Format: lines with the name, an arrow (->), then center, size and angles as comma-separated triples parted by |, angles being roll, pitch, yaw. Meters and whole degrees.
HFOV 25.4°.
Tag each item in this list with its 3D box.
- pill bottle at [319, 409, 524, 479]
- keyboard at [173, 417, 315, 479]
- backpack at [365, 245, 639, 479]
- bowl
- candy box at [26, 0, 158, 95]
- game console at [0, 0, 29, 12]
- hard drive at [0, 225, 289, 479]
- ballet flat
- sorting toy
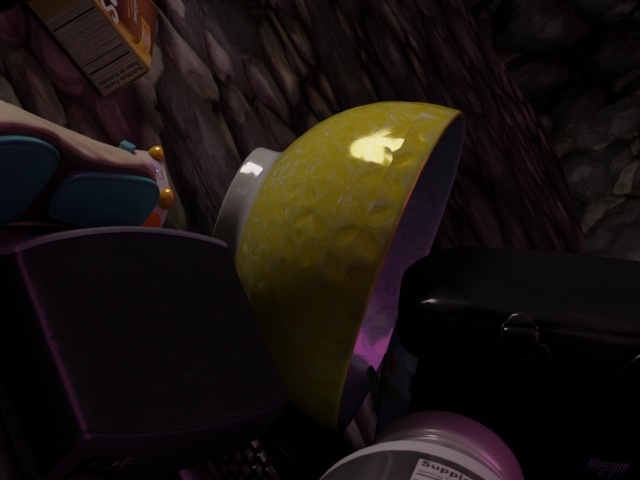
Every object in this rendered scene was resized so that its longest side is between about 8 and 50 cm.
pill bottle -> 0.051, 0.245, 0.957 | 0.176, 0.176, 0.318 | 60, 25, -10
keyboard -> -0.045, 0.181, 1.078 | 0.317, 0.033, 0.201 | 61, 18, -9
backpack -> 0.172, 0.179, 1.210 | 0.273, 0.290, 0.356 | -99, -165, -68
bowl -> 0.000, 0.000, 1.196 | 0.156, 0.289, 0.289 | 22, 15, 10
candy box -> -0.208, -0.221, 1.155 | 0.187, 0.053, 0.109 | 53, 20, -33
game console -> -0.263, -0.213, 0.934 | 0.144, 0.085, 0.124 | 63, 18, 2
hard drive -> -0.119, 0.068, 0.939 | 0.254, 0.054, 0.172 | -1, 65, -60
ballet flat -> -0.197, -0.050, 0.928 | 0.248, 0.086, 0.086 | 19, 47, -67
sorting toy -> -0.157, -0.047, 1.086 | 0.075, 0.045, 0.083 | 12, 51, -43
